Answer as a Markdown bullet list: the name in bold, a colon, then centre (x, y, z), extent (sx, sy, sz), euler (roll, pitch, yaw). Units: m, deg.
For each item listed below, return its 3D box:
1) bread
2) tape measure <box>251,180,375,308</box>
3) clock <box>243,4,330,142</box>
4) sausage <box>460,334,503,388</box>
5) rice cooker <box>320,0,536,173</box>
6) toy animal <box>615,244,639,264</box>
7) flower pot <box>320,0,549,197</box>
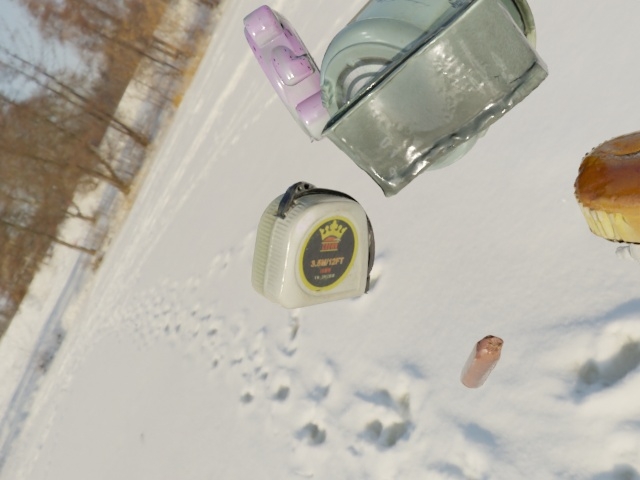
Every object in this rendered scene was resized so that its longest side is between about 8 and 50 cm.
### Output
- **bread**: centre (0.412, -0.069, 0.823), extent (0.191, 0.114, 0.132), euler (1, 57, 39)
- **tape measure**: centre (0.000, 0.000, 1.306), extent (0.133, 0.271, 0.231), euler (25, 110, 45)
- **clock**: centre (-0.044, -0.302, 1.216), extent (0.090, 0.247, 0.227), euler (-32, 13, 8)
- **sausage**: centre (0.197, 0.153, 0.831), extent (0.147, 0.030, 0.035), euler (87, -168, -60)
- **rice cooker**: centre (0.158, -0.262, 0.978), extent (0.316, 0.264, 0.316), euler (-49, -29, -40)
- **toy animal**: centre (0.644, -0.041, 1.334), extent (0.131, 0.103, 0.220), euler (-23, 20, 31)
- **flower pot**: centre (0.116, -0.150, 0.712), extent (0.229, 0.108, 0.103), euler (-38, 12, 28)
